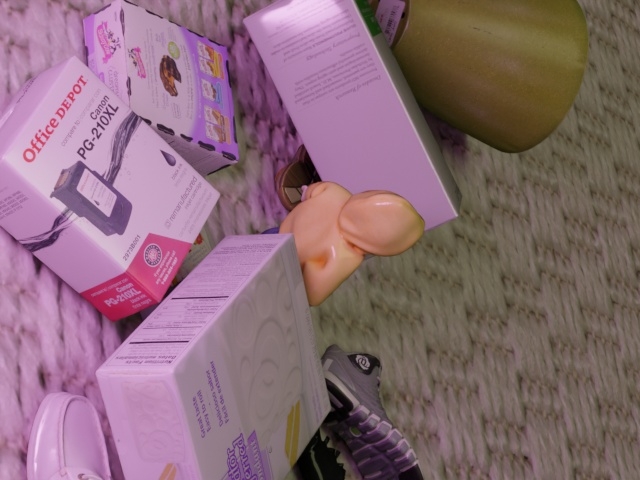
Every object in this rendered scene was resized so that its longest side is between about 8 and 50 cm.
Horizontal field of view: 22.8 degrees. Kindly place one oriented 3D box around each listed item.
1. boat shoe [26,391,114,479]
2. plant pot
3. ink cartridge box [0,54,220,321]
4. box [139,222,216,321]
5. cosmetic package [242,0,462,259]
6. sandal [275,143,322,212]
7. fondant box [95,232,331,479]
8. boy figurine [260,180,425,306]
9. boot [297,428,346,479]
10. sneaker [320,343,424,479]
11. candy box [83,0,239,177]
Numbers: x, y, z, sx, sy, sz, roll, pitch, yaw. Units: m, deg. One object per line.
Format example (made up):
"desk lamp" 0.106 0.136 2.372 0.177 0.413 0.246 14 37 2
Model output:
"boat shoe" -0.231 0.280 1.608 0.098 0.096 0.277 18 57 -49
"plant pot" 0.215 -0.304 2.458 0.293 0.275 0.275 15 58 -32
"ink cartridge box" -0.250 -0.056 1.735 0.237 0.100 0.172 44 50 -22
"box" -0.180 0.016 1.887 0.145 0.038 0.186 -19 86 -56
"cosmetic package" 0.049 -0.175 2.174 0.366 0.155 0.197 62 10 -7
"sandal" -0.035 -0.079 2.145 0.072 0.049 0.180 63 19 -17
"fondant box" -0.105 0.166 1.730 0.330 0.096 0.238 -49 132 -56
"boy figurine" 0.000 0.000 1.928 0.092 0.285 0.177 34 43 -40
"boot" -0.020 0.273 1.960 0.121 0.045 0.099 -32 101 -57
"sneaker" 0.075 0.225 2.083 0.229 0.086 0.132 52 34 -20
"candy box" -0.196 -0.185 1.954 0.196 0.070 0.165 20 56 -49
